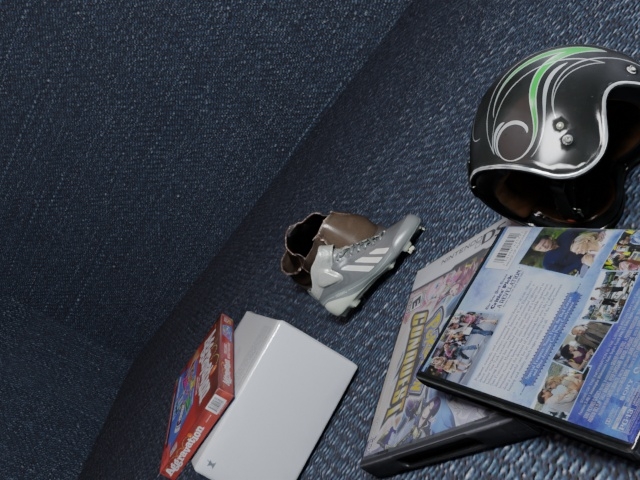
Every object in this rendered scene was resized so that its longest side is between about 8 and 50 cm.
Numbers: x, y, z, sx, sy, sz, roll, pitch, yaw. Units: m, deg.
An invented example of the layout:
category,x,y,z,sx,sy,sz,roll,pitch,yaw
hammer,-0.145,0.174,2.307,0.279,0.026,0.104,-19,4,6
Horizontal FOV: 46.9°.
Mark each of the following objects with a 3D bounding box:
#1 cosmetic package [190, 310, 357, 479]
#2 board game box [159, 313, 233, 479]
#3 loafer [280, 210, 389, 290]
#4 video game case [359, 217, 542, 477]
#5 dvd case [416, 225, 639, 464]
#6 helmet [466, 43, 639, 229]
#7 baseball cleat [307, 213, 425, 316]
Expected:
category,x,y,z,sx,sy,sz,roll,pitch,yaw
cosmetic package,-0.085,0.236,1.075,0.224,0.138,0.225,-60,12,-10
board game box,-0.177,0.218,1.091,0.145,0.027,0.281,-54,14,8
loafer,0.000,0.000,1.318,0.133,0.130,0.366,-62,15,-18
video game case,0.153,0.099,0.778,0.248,0.035,0.274,-39,23,51
dvd case,0.198,0.067,0.613,0.180,0.022,0.253,-57,24,-13
helmet,0.229,-0.101,0.688,0.161,0.169,0.169,-63,15,-15
baseball cleat,0.058,0.023,1.114,0.206,0.109,0.072,-51,1,16
